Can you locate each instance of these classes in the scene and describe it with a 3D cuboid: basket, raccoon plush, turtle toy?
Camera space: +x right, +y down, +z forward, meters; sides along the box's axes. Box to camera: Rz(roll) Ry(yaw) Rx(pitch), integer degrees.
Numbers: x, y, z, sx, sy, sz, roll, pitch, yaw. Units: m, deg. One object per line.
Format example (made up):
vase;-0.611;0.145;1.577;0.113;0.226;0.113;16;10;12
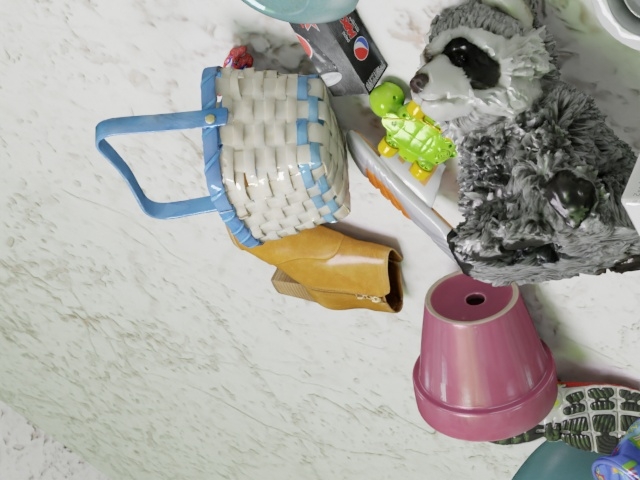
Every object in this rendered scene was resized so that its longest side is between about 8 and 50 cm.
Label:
basket;-0.115;-0.100;1.878;0.289;0.201;0.255;-10;158;7
raccoon plush;0.273;-0.109;1.684;0.216;0.299;0.446;-20;158;35
turtle toy;0.114;-0.142;1.804;0.130;0.066;0.095;35;127;-4

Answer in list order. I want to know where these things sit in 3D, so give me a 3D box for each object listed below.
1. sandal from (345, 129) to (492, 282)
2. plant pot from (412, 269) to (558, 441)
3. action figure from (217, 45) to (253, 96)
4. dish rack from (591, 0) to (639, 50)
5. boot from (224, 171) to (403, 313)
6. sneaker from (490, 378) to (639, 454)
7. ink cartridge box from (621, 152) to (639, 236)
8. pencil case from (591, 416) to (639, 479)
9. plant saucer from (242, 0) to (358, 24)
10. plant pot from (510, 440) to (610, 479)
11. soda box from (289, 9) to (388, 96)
sandal;0.141;-0.058;1.897;0.265;0.076;0.102;45;173;-2
plant pot;0.219;0.146;2.047;0.201;0.201;0.180;10;129;31
action figure;-0.110;-0.217;1.926;0.038;0.030;0.115;33;148;5
dish rack;0.340;-0.326;1.291;0.285;0.072;0.333;1;131;41
boot;0.000;0.001;2.104;0.211;0.104;0.295;5;147;27
sneaker;0.355;0.233;2.144;0.279;0.118;0.107;5;109;6
ink cartridge box;0.436;-0.127;1.320;0.261;0.296;0.066;1;141;39
pencil case;0.469;0.212;1.803;0.119;0.306;0.133;46;169;0
plant saucer;-0.050;-0.295;1.628;0.195;0.037;0.195;20;150;12
plant pot;0.409;0.420;2.232;0.293;0.235;0.293;22;149;14
soda box;0.011;-0.246;1.749;0.060;0.053;0.169;3;140;38
